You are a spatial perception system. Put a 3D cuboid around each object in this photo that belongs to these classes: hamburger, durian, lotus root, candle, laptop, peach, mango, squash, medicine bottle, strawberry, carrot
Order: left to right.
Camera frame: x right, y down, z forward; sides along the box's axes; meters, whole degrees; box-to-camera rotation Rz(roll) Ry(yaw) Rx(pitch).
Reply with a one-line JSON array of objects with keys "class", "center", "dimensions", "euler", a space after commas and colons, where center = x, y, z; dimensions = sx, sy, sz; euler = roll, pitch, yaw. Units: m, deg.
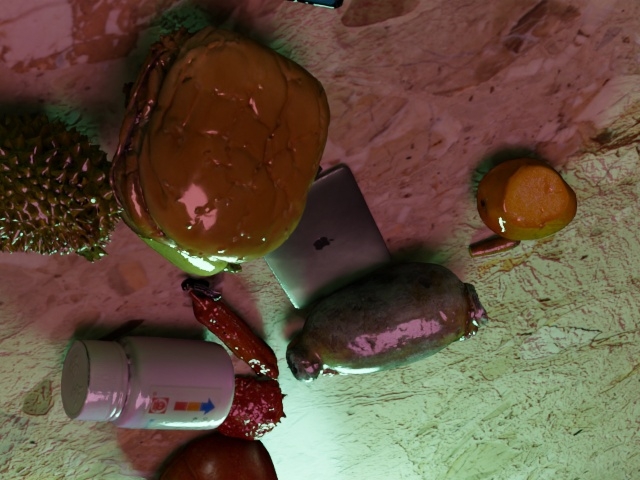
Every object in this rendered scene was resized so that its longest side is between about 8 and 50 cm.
[{"class": "durian", "center": [-0.365, -0.066, 1.463], "dimensions": [0.237, 0.200, 0.176], "euler": [16, 133, -31]}, {"class": "medicine bottle", "center": [-0.280, 0.231, 1.853], "dimensions": [0.255, 0.152, 0.152], "euler": [7, 130, -30]}, {"class": "squash", "center": [-0.195, -0.003, 1.672], "dimensions": [0.137, 0.137, 0.287], "euler": [-25, 141, 0]}, {"class": "hamburger", "center": [-0.128, -0.117, 1.478], "dimensions": [0.319, 0.158, 0.318], "euler": [-13, 109, -43]}, {"class": "peach", "center": [-0.180, 0.501, 2.163], "dimensions": [0.249, 0.245, 0.274], "euler": [-14, 135, -56]}, {"class": "candle", "center": [-0.148, 0.149, 1.902], "dimensions": [0.059, 0.084, 0.301], "euler": [-53, 134, -16]}, {"class": "strawberry", "center": [-0.141, 0.303, 2.060], "dimensions": [0.187, 0.082, 0.146], "euler": [21, 115, -34]}, {"class": "laptop", "center": [0.000, 0.000, 1.848], "dimensions": [0.188, 0.015, 0.269], "euler": [-27, 139, 2]}, {"class": "lotus root", "center": [0.101, 0.134, 1.924], "dimensions": [0.350, 0.175, 0.175], "euler": [-17, 138, -6]}, {"class": "carrot", "center": [0.307, 0.009, 1.995], "dimensions": [0.093, 0.032, 0.032], "euler": [-18, 138, -4]}, {"class": "mango", "center": [0.344, -0.066, 1.885], "dimensions": [0.217, 0.102, 0.141], "euler": [12, 104, -38]}]

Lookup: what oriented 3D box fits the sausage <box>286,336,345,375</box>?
[{"class": "sausage", "center": [0.099, 0.190, 2.048], "dimensions": [0.327, 0.079, 0.087], "euler": [-8, 111, -18]}]

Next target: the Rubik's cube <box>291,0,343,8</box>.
[{"class": "Rubik's cube", "center": [-0.036, -0.382, 1.297], "dimensions": [0.161, 0.163, 0.162], "euler": [9, 135, -8]}]

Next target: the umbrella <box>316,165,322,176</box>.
[{"class": "umbrella", "center": [-0.054, -0.120, 1.688], "dimensions": [0.133, 0.031, 0.036], "euler": [20, 96, -39]}]
